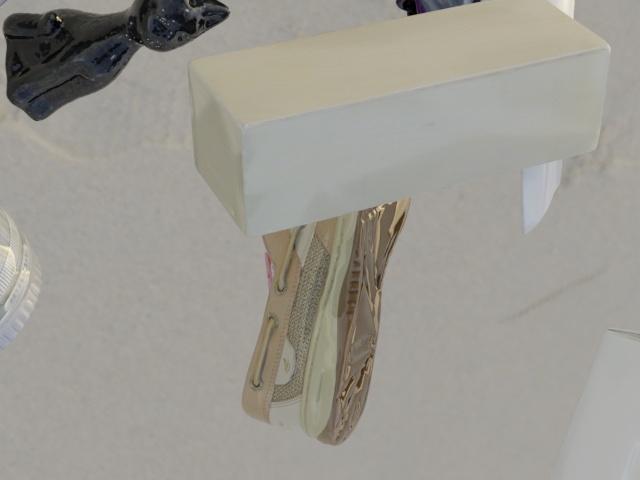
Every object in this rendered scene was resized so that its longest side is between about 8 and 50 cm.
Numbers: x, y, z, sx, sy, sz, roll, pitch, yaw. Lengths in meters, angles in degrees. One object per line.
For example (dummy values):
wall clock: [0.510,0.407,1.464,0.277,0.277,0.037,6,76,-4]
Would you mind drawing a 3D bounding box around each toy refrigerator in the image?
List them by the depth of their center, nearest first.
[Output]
toy refrigerator: [0.054,-0.088,0.885,0.270,0.102,0.094,-15,127,-20]

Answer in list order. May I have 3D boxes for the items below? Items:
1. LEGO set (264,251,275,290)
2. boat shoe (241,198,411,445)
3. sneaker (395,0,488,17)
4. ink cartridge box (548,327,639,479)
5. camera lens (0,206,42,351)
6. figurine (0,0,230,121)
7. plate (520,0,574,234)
LEGO set: [-0.015,-0.049,1.417,0.087,0.093,0.227,-9,103,-16]
boat shoe: [0.000,0.000,1.101,0.122,0.110,0.341,2,99,-68]
sneaker: [0.137,-0.259,1.314,0.083,0.098,0.223,116,-2,-67]
ink cartridge box: [0.300,0.202,0.931,0.273,0.115,0.198,24,84,-27]
camera lens: [-0.486,0.007,1.510,0.219,0.219,0.274,-50,137,-12]
figurine: [-0.215,-0.207,1.065,0.215,0.209,0.092,37,45,-48]
plate: [0.246,-0.185,1.392,0.278,0.045,0.277,76,19,-61]
